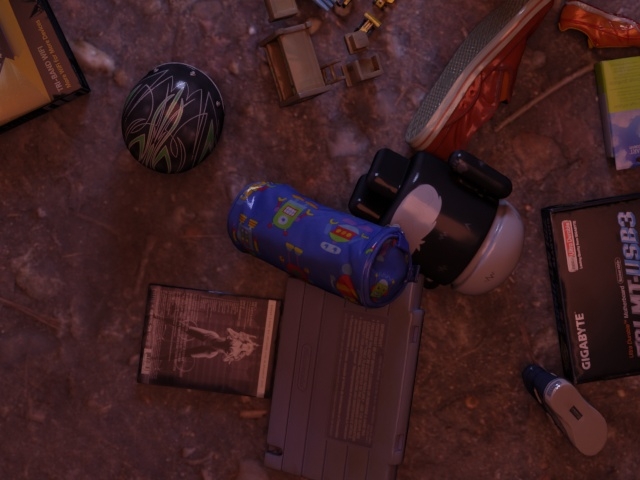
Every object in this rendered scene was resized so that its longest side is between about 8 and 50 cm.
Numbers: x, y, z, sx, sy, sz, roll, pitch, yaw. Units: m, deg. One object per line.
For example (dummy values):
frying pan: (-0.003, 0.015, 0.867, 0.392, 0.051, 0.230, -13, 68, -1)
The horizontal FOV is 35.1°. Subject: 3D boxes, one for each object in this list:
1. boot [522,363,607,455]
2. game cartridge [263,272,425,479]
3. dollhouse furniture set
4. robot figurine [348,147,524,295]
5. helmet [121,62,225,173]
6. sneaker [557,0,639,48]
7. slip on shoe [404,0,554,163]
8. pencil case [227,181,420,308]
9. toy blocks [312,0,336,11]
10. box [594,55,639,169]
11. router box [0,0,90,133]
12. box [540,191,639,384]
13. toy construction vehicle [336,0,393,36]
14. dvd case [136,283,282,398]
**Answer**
boot: (0.405, 0.276, 1.673, 0.069, 0.086, 0.190, -41, 123, -7)
game cartridge: (0.039, 0.211, 1.605, 0.230, 0.068, 0.355, 9, 94, 21)
dollhouse furniture set: (-0.008, -0.324, 1.611, 0.160, 0.101, 0.182, -19, 94, -23)
robot figurine: (0.186, -0.031, 1.587, 0.278, 0.209, 0.174, 30, 76, -5)
helmet: (-0.227, -0.187, 1.560, 0.169, 0.161, 0.170, 0, 94, -3)
sneaker: (0.469, -0.336, 1.640, 0.175, 0.064, 0.068, 20, 109, 3)
slip on shoe: (0.266, -0.264, 1.606, 0.101, 0.123, 0.331, 34, 96, -18)
pencil case: (0.000, 0.000, 1.531, 0.306, 0.119, 0.133, 22, 73, 37)
toy blocks: (-0.013, -0.448, 1.606, 0.148, 0.054, 0.123, 42, 92, -4)
box: (0.516, -0.210, 1.651, 0.108, 0.042, 0.178, -9, 94, -1)
router box: (-0.539, -0.323, 1.578, 0.242, 0.081, 0.309, -26, 95, 0)
box: (0.529, 0.067, 1.659, 0.293, 0.073, 0.296, -9, 94, -3)
toy construction vehicle: (0.071, -0.382, 1.623, 0.086, 0.035, 0.098, 43, 91, -5)
dvd case: (-0.181, 0.165, 1.659, 0.221, 0.018, 0.165, 7, 92, -2)
